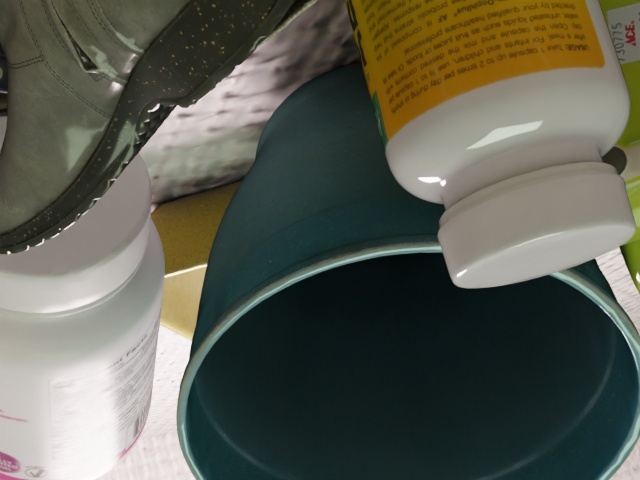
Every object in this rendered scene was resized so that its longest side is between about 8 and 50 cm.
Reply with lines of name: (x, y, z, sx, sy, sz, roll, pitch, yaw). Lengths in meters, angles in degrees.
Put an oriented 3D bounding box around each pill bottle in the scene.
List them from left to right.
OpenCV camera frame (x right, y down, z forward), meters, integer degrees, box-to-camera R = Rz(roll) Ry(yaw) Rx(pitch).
pill bottle: (-0.192, 0.048, 0.815, 0.160, 0.160, 0.283, -9, 146, -18)
pill bottle: (0.078, -0.089, 0.558, 0.117, 0.208, 0.117, -13, 165, -3)

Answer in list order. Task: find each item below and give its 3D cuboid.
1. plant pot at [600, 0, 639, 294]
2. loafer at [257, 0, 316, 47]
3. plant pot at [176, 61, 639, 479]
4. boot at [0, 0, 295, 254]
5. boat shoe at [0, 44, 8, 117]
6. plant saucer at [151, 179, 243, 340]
plant pot: (0.246, -0.100, 0.667, 0.227, 0.228, 0.207, -22, 156, 27)
loafer: (0.019, -0.159, 0.474, 0.102, 0.092, 0.268, -2, 161, -39)
plant pot: (0.049, 0.024, 0.763, 0.271, 0.255, 0.272, -1, 130, -2)
boot: (-0.122, -0.104, 0.481, 0.246, 0.161, 0.083, -36, -162, 43)
boat shoe: (-0.261, -0.072, 0.563, 0.254, 0.079, 0.095, -11, 165, -12)
plant saucer: (0.000, 0.000, 1.071, 0.332, 0.081, 0.333, -15, 164, 7)
